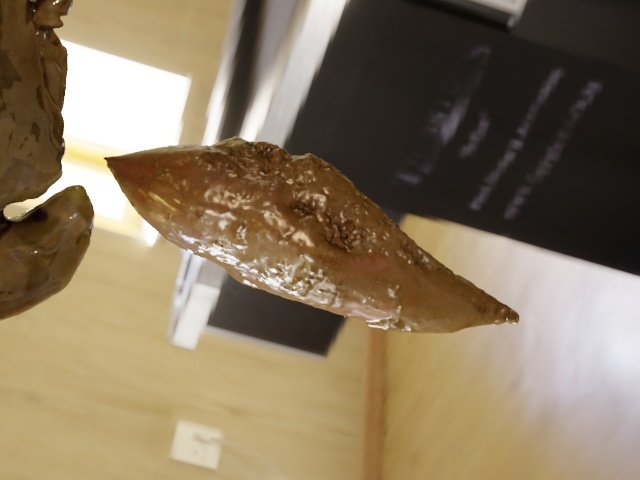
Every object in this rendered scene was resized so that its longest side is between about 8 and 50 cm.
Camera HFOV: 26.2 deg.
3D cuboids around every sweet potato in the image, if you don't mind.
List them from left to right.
[{"bbox_3d":[0.000,0.000,0.623,0.068,0.206,0.060,-61,14,14],"label":"sweet potato"}]

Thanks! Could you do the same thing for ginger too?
[{"bbox_3d":[-0.157,-0.055,0.556,0.080,0.166,0.332,36,117,54],"label":"ginger"}]
